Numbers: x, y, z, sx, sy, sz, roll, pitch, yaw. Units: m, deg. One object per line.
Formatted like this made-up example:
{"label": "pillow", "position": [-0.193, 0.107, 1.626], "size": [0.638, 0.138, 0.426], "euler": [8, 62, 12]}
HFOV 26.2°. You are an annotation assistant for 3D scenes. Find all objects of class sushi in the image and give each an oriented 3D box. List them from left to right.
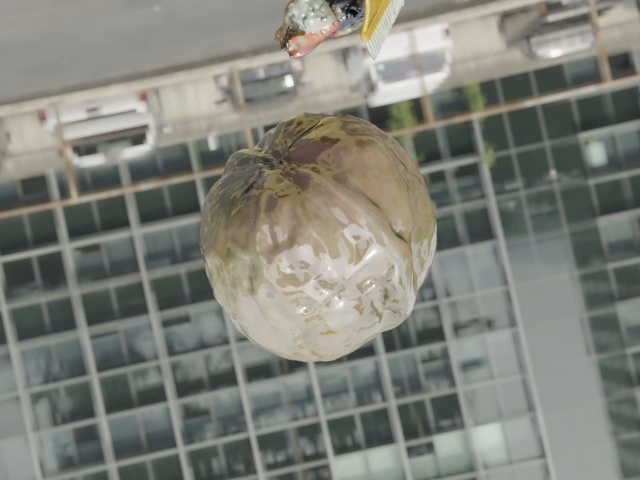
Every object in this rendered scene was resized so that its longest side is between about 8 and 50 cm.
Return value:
{"label": "sushi", "position": [0.027, -0.347, 1.923], "size": [0.226, 0.097, 0.103], "euler": [-31, 156, -5]}

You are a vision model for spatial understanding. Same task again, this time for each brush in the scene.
{"label": "brush", "position": [0.064, -0.339, 1.788], "size": [0.013, 0.103, 0.272], "euler": [22, 166, 20]}

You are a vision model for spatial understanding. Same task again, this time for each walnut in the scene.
{"label": "walnut", "position": [0.002, 0.000, 1.377], "size": [0.248, 0.248, 0.248], "euler": [-12, 178, 0]}
